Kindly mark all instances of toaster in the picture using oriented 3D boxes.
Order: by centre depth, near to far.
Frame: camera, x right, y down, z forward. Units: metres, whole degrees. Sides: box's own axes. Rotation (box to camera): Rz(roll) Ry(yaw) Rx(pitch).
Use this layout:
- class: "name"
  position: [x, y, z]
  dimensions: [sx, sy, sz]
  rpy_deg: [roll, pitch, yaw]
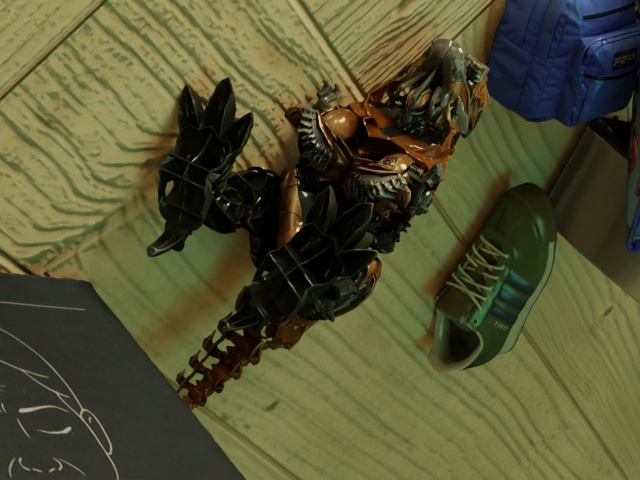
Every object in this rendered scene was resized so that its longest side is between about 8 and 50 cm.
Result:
- class: "toaster"
  position: [0.303, -0.021, 1.186]
  dimensions: [0.186, 0.168, 0.110]
  rpy_deg: [3, 123, -46]

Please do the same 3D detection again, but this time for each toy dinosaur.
- class: "toy dinosaur"
  position: [0.000, 0.000, 0.945]
  dimensions: [0.218, 0.164, 0.321]
  rpy_deg: [19, 89, -68]

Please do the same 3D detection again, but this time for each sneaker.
- class: "sneaker"
  position: [0.140, 0.043, 1.176]
  dimensions: [0.086, 0.064, 0.192]
  rpy_deg: [-24, 142, -33]

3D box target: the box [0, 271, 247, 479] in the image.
- class: "box"
  position: [-0.191, 0.200, 0.732]
  dimensions: [0.294, 0.395, 0.212]
  rpy_deg: [10, 118, -47]

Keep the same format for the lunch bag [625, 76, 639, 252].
- class: "lunch bag"
  position: [0.295, -0.166, 0.994]
  dimensions: [0.293, 0.138, 0.221]
  rpy_deg: [78, 21, -44]

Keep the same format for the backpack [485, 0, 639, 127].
- class: "backpack"
  position: [0.189, -0.153, 1.011]
  dimensions: [0.098, 0.101, 0.120]
  rpy_deg: [-23, 135, -37]
